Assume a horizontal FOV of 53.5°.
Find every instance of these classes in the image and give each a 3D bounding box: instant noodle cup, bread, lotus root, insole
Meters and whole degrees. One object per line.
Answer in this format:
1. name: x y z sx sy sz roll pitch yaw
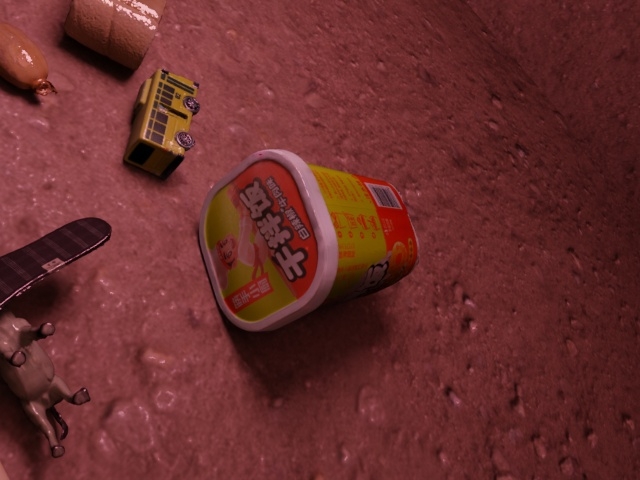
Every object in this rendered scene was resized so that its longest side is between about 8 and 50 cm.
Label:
1. instant noodle cup: 0.000 0.000 1.098 0.308 0.294 0.294 -1 66 -49
2. bread: -0.354 -0.387 1.097 0.141 0.134 0.148 25 39 -22
3. lotus root: -0.471 -0.282 0.982 0.150 0.062 0.073 49 44 -5
4. insole: -0.390 0.048 0.775 0.110 0.012 0.309 25 43 33

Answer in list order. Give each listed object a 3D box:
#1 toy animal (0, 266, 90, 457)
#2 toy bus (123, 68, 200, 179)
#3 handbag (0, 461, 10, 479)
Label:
1. toy animal: -0.365 0.147 0.790 0.073 0.176 0.217 -26 108 -33
2. toy bus: -0.271 -0.205 1.092 0.101 0.088 0.175 22 54 -28
3. handbag: -0.405 0.314 0.615 0.237 0.160 0.358 -23 81 -54
